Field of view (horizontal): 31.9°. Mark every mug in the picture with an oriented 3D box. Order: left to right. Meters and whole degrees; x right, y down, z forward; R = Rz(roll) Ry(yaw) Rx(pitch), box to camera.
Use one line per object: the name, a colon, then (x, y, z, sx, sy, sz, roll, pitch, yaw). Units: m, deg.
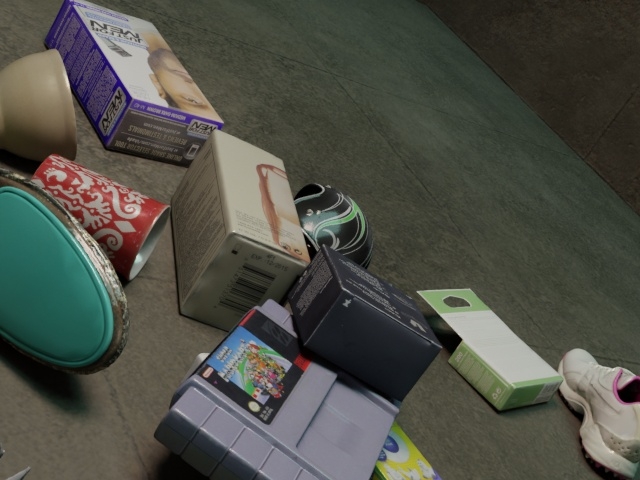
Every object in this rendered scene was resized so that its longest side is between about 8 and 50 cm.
mug: (-0.303, -0.027, 1.497, 0.169, 0.150, 0.113, 28, 60, 0)

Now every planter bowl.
planter bowl: (-0.417, -0.184, 1.588, 0.109, 0.162, 0.162, -11, 41, -20)

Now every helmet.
helmet: (0.000, 0.000, 1.713, 0.169, 0.169, 0.161, 40, 40, 17)

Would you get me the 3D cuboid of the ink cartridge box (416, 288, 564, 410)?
ink cartridge box: (0.268, 0.174, 1.840, 0.171, 0.056, 0.235, 1, 35, -51)

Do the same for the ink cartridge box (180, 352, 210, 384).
ink cartridge box: (-0.098, 0.194, 1.348, 0.088, 0.052, 0.122, 7, 35, -47)

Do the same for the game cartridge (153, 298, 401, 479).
game cartridge: (-0.033, 0.195, 1.291, 0.230, 0.068, 0.355, 40, 21, 0)

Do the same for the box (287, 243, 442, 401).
box: (0.052, 0.103, 1.430, 0.156, 0.093, 0.158, 32, 12, -19)

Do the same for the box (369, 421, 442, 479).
box: (0.070, 0.265, 1.433, 0.105, 0.043, 0.179, 4, 35, -48)

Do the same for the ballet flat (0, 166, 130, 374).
ballet flat: (-0.399, -0.022, 1.297, 0.482, 0.164, 0.182, 34, 3, 6)

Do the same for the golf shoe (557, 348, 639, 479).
golf shoe: (0.481, 0.255, 1.843, 0.115, 0.140, 0.306, 23, 24, -16)

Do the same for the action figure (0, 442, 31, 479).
action figure: (-0.374, 0.184, 0.980, 0.285, 0.099, 0.185, 45, 19, 17)

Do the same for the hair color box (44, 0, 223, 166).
hair color box: (-0.323, -0.273, 1.913, 0.185, 0.110, 0.339, 11, 33, -42)

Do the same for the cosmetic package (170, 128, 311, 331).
cosmetic package: (-0.121, -0.014, 1.603, 0.129, 0.153, 0.296, 23, 27, -23)
